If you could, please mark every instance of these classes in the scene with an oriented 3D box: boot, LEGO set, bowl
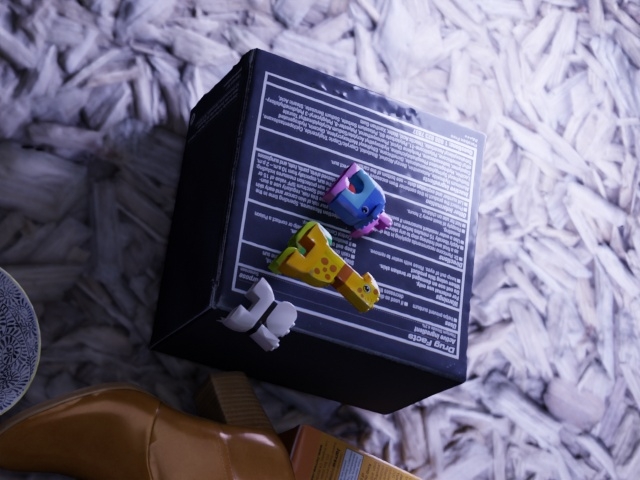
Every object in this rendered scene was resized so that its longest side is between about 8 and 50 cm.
[{"bbox_3d":[-0.155,0.243,1.428,0.295,0.104,0.211,-8,61,-27],"label":"boot"},{"bbox_3d":[0.018,0.021,1.446,0.093,0.087,0.227,43,59,-8],"label":"LEGO set"},{"bbox_3d":[-0.356,0.100,1.411,0.170,0.080,0.170,11,66,-27],"label":"bowl"}]

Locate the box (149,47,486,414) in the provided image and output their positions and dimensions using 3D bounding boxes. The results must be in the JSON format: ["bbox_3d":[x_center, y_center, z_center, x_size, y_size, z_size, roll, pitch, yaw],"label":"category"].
[{"bbox_3d":[0.000,0.000,1.602,0.296,0.182,0.294,18,63,-22],"label":"box"}]

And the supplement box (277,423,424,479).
[{"bbox_3d":[0.050,0.278,1.591,0.233,0.078,0.080,26,60,-20],"label":"supplement box"}]
